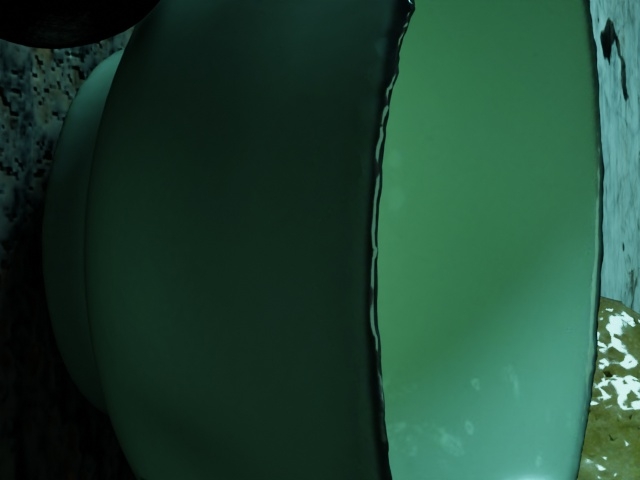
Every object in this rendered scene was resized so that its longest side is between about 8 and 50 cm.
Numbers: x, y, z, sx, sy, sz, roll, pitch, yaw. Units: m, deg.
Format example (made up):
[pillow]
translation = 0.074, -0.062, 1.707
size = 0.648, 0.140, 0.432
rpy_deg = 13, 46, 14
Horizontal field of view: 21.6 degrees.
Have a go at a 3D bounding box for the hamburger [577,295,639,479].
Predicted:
[hamburger]
translation = 0.116, 0.175, 0.934
size = 0.245, 0.260, 0.211
rpy_deg = -35, 143, -24

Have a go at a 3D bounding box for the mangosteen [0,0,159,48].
[mangosteen]
translation = -0.117, -0.136, 0.613
size = 0.151, 0.137, 0.137
rpy_deg = -13, 103, -29

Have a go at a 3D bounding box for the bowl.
[bowl]
translation = 0.000, 0.000, 0.741
size = 0.354, 0.185, 0.353
rpy_deg = 2, 90, -69
